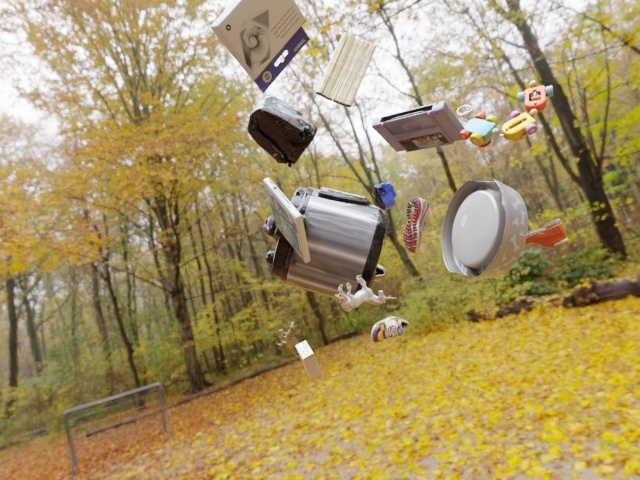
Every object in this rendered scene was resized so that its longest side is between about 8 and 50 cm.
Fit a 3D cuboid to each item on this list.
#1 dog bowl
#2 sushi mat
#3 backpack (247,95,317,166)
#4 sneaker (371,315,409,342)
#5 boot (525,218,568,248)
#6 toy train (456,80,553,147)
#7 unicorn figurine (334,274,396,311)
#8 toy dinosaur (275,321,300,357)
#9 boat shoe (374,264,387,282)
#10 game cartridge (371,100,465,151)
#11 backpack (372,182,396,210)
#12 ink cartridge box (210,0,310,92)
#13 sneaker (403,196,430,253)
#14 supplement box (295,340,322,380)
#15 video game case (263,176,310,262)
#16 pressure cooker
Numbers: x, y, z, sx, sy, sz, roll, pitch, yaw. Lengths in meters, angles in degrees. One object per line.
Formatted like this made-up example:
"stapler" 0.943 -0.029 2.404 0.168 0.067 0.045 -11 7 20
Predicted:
"dog bowl" 0.531 -0.034 1.397 0.102 0.348 0.349 10 -18 -14
"sushi mat" 0.103 -0.674 1.682 0.151 0.316 0.019 22 -18 0
"backpack" -0.115 -0.318 1.213 0.182 0.115 0.152 31 -49 -13
"sneaker" 0.271 0.345 1.653 0.084 0.069 0.185 8 22 40
"boot" 0.734 -0.001 1.420 0.158 0.084 0.059 -28 0 32
"toy train" 0.344 -0.226 0.793 0.166 0.125 0.046 -9 -37 27
"unicorn figurine" 0.127 0.162 1.289 0.162 0.111 0.060 -27 0 -9
"toy dinosaur" -0.129 0.411 1.716 0.093 0.183 0.053 7 29 22
"boat shoe" 0.149 0.110 1.899 0.302 0.113 0.103 12 -12 2
"game cartridge" 0.429 -0.483 1.868 0.355 0.068 0.230 -1 -28 45
"backpack" 0.318 -0.212 2.074 0.101 0.120 0.098 -22 -15 -2
"ink cartridge box" -0.140 -0.546 1.126 0.223 0.045 0.224 -53 -45 -7
"sneaker" 0.399 -0.058 1.720 0.093 0.225 0.088 4 8 -28
"supplement box" -0.034 0.347 1.231 0.036 0.098 0.062 -25 33 -12
"video game case" -0.089 -0.052 1.146 0.022 0.173 0.190 -29 -36 -15
"pressure cooker" -0.002 0.006 1.520 0.420 0.375 0.370 16 -48 3
